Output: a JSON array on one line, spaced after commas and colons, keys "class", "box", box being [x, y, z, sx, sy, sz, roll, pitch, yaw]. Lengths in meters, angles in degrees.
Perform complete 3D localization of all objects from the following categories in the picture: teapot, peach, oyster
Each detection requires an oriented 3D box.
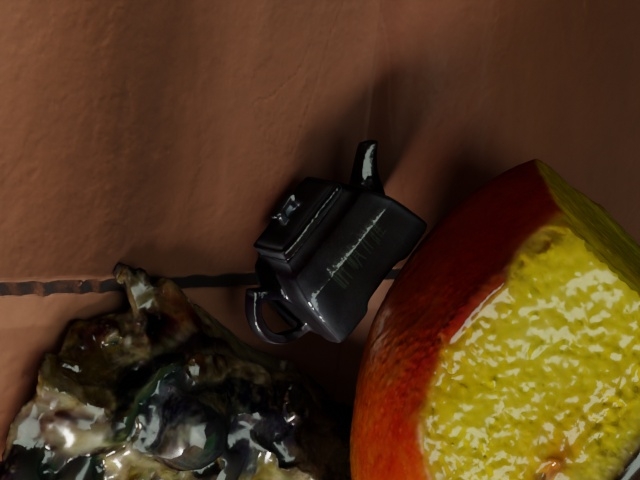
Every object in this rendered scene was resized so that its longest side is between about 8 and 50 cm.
[{"class": "teapot", "box": [0.000, 0.000, 1.549, 0.096, 0.087, 0.177, 45, 74, -30]}, {"class": "peach", "box": [0.145, 0.115, 1.550, 0.242, 0.380, 0.306, 36, 106, -3]}, {"class": "oyster", "box": [-0.084, 0.184, 1.535, 0.361, 0.096, 0.221, 36, 87, -37]}]
